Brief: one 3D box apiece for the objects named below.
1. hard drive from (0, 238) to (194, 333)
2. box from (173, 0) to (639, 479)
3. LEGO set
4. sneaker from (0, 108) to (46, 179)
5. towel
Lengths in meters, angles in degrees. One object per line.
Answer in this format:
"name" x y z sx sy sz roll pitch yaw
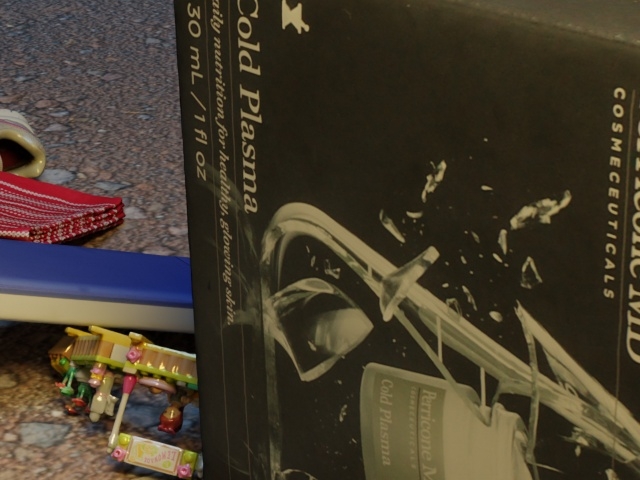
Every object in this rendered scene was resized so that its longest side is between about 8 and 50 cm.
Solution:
"hard drive" -0.231 0.042 1.590 0.318 0.040 0.210 6 10 -27
"box" 0.154 0.024 1.163 0.297 0.480 0.471 -20 28 -38
"LEGO set" -0.160 0.143 1.438 0.287 0.107 0.132 8 -12 33
"sneaker" -0.445 -0.103 2.020 0.252 0.103 0.111 -17 25 -35
"towel" -0.354 -0.036 1.842 0.198 0.031 0.275 12 11 14
